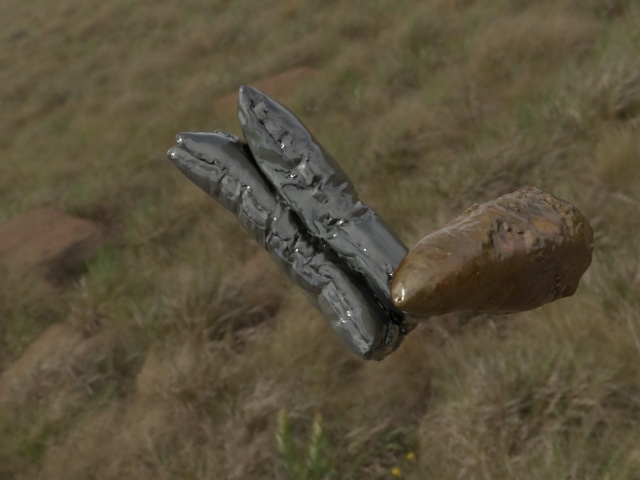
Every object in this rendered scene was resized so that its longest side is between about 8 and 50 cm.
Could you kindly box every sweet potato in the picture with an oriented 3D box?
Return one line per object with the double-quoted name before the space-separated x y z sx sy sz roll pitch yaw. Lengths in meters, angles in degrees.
"sweet potato" 0.158 0.012 0.857 0.114 0.092 0.341 -40 -16 21

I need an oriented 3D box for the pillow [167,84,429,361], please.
"pillow" 0.000 0.000 0.964 0.101 0.228 0.326 -40 -7 0
